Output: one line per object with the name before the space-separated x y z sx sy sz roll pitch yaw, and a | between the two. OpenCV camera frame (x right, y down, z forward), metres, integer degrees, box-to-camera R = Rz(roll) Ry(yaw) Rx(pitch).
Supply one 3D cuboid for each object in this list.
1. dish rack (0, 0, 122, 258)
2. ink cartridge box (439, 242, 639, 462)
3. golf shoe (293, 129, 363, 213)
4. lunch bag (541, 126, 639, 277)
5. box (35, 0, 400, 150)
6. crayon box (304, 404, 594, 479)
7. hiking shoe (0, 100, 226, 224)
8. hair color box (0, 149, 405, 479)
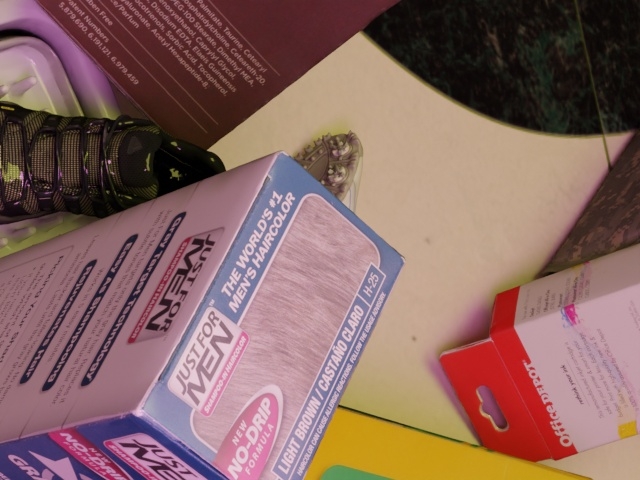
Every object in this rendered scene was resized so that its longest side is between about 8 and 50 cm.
dish rack | -0.233 0.019 1.283 0.285 0.072 0.332 -24 95 -39
ink cartridge box | 0.229 0.092 1.561 0.134 0.231 0.078 62 21 -21
golf shoe | 0.000 0.000 1.494 0.086 0.069 0.176 47 55 -45
lunch bag | 0.376 0.041 1.707 0.287 0.169 0.235 47 54 -15
box | -0.068 -0.201 1.348 0.167 0.203 0.168 47 19 -20
crayon box | 0.020 0.309 1.350 0.313 0.106 0.363 20 81 -35
hiking shoe | -0.159 -0.056 1.243 0.227 0.114 0.086 4 75 -38
hair color box | -0.123 0.079 1.083 0.105 0.347 0.174 41 57 -23
